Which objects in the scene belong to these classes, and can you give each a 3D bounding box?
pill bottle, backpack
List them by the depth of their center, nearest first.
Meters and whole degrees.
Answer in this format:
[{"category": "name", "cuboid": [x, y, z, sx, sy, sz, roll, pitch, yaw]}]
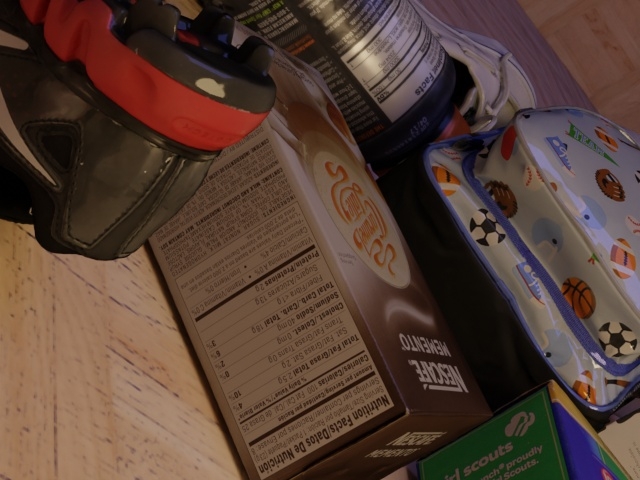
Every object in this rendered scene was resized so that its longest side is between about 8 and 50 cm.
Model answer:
[{"category": "backpack", "cuboid": [0.170, 0.019, 0.982, 0.277, 0.213, 0.263, 61, 28, 6]}, {"category": "pill bottle", "cuboid": [0.022, -0.151, 1.041, 0.246, 0.130, 0.130, 49, 20, -27]}]

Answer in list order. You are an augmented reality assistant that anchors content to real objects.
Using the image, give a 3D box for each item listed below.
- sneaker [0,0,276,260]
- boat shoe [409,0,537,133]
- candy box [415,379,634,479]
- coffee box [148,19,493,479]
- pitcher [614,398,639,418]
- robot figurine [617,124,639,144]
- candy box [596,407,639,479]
[{"category": "sneaker", "cuboid": [-0.136, -0.087, 0.586, 0.097, 0.135, 0.276, 15, 21, -48]}, {"category": "boat shoe", "cuboid": [0.123, -0.146, 1.293, 0.367, 0.136, 0.156, 32, 31, -48]}, {"category": "candy box", "cuboid": [0.185, 0.288, 0.770, 0.268, 0.122, 0.317, 48, 19, -28]}, {"category": "coffee box", "cuboid": [-0.016, 0.011, 0.729, 0.141, 0.098, 0.247, 16, 45, -64]}, {"category": "pitcher", "cuboid": [0.320, 0.107, 1.454, 0.177, 0.125, 0.207, 2, 45, -44]}, {"category": "robot figurine", "cuboid": [0.268, -0.034, 1.374, 0.278, 0.209, 0.174, -12, 78, -53]}, {"category": "candy box", "cuboid": [0.385, 0.224, 1.274, 0.165, 0.196, 0.070, 64, 18, 16]}]
